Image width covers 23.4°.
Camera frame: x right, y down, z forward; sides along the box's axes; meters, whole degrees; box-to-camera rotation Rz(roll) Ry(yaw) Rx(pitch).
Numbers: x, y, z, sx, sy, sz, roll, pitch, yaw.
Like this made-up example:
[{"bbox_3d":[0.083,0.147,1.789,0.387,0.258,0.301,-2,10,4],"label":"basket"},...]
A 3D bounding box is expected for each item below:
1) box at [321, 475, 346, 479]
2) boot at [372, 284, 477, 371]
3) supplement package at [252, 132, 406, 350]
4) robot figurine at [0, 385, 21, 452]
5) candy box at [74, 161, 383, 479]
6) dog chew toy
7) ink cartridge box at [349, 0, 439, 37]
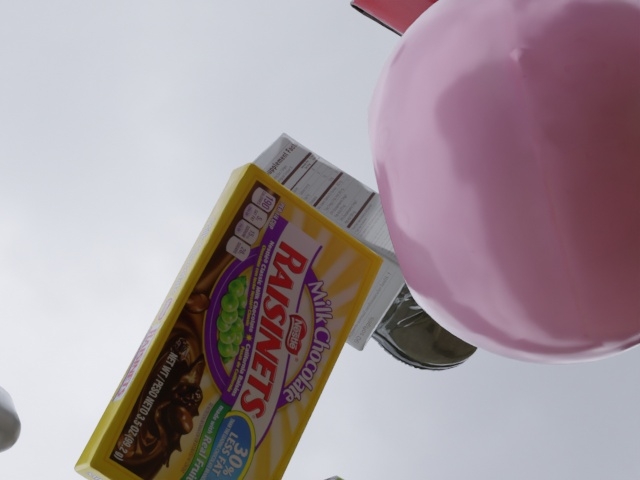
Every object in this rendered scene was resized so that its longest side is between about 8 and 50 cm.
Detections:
[{"bbox_3d":[0.049,0.261,0.963,0.322,0.232,0.058,32,-131,-29],"label":"box"},{"bbox_3d":[0.119,0.060,1.627,0.246,0.161,0.083,20,-127,-36],"label":"boot"},{"bbox_3d":[0.000,0.000,1.456,0.105,0.179,0.105,-60,-4,30],"label":"supplement package"},{"bbox_3d":[-0.406,0.078,1.217,0.353,0.200,0.300,38,-98,-16],"label":"robot figurine"},{"bbox_3d":[-0.045,0.066,0.863,0.105,0.027,0.206,37,-120,-20],"label":"candy box"},{"bbox_3d":[0.197,-0.058,0.779,0.206,0.332,0.206,-14,-90,-80],"label":"dog chew toy"},{"bbox_3d":[0.160,-0.340,1.530,0.272,0.130,0.309,-55,-3,-44],"label":"ink cartridge box"}]
